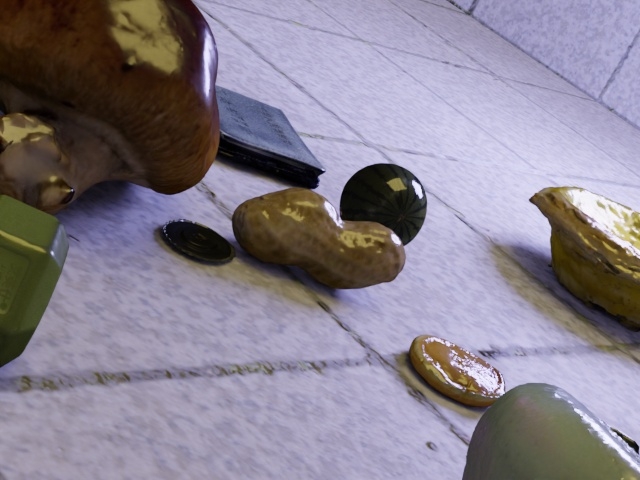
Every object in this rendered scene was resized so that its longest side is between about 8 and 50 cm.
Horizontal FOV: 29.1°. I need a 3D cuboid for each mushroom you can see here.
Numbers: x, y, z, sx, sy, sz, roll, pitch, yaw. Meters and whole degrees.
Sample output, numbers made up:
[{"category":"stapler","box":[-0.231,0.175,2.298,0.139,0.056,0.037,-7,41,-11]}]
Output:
[{"category":"mushroom","box":[-0.243,-0.144,1.184,0.345,0.259,0.345,32,-9,6]}]

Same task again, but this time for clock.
[{"category":"clock","box":[-0.122,0.001,1.233,0.074,0.010,0.083,35,21,17]}]

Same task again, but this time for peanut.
[{"category":"peanut","box":[0.001,-0.002,1.290,0.193,0.089,0.089,21,21,-20]}]

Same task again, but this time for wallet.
[{"category":"wallet","box":[-0.092,-0.144,1.588,0.167,0.036,0.222,18,22,-27]}]

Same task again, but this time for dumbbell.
[{"category":"dumbbell","box":[-0.330,-0.017,0.859,0.302,0.121,0.108,25,-9,-10]}]

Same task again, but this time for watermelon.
[{"category":"watermelon","box":[0.070,-0.041,1.466,0.105,0.105,0.133,21,-1,-20]}]

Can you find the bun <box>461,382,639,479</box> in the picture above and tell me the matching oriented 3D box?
[{"category":"bun","box":[0.196,0.244,0.850,0.283,0.179,0.283,43,5,-4]}]

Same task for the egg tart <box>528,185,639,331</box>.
[{"category":"egg tart","box":[0.421,0.032,1.720,0.315,0.120,0.315,24,19,-9]}]

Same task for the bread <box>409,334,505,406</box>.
[{"category":"bread","box":[0.137,0.130,1.240,0.110,0.024,0.110,26,20,-10]}]
